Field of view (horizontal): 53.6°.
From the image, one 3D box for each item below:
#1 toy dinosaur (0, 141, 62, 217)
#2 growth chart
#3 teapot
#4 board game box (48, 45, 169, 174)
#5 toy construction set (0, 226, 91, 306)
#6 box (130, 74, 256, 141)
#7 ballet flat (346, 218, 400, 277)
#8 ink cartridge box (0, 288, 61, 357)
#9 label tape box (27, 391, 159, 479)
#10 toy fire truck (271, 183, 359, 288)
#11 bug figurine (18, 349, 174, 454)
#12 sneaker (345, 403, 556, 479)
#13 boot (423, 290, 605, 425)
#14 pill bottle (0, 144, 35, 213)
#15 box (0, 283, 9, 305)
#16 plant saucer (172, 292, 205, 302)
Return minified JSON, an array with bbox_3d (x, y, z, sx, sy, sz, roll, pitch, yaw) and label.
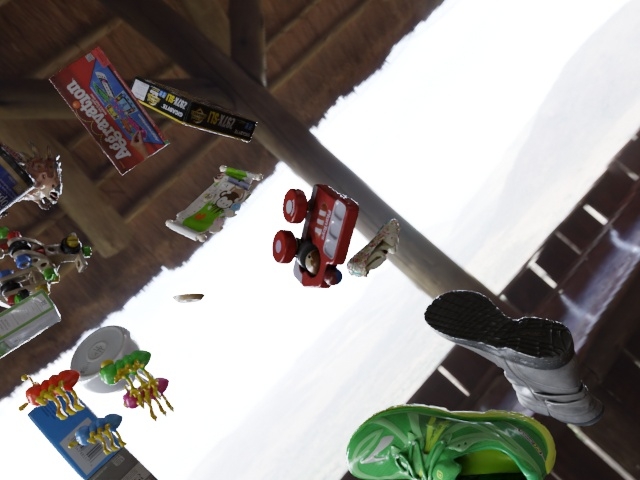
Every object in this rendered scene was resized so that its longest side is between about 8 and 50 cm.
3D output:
[{"bbox_3d":[-0.725,-0.168,1.486,0.200,0.296,0.127,-56,8,34],"label":"toy dinosaur"},{"bbox_3d":[-0.234,-0.087,1.424,0.237,0.172,0.021,-50,-46,-31],"label":"growth chart"},{"bbox_3d":[-0.692,0.422,2.133,0.253,0.256,0.187,-29,-51,2],"label":"teapot"},{"bbox_3d":[-0.519,-0.317,1.567,0.145,0.281,0.027,-37,16,-8],"label":"board game box"},{"bbox_3d":[-0.841,0.058,1.915,0.237,0.309,0.257,-14,-54,-42],"label":"toy construction set"},{"bbox_3d":[-0.395,-0.411,2.001,0.322,0.257,0.079,4,-70,-60],"label":"box"},{"bbox_3d":[0.175,0.031,1.859,0.241,0.077,0.091,-44,-43,-25],"label":"ballet flat"},{"bbox_3d":[-0.711,0.204,1.456,0.209,0.062,0.109,-36,-9,-25],"label":"ink cartridge box"},{"bbox_3d":[-0.494,0.501,1.460,0.106,0.241,0.333,-44,-34,-23],"label":"label tape box"},{"bbox_3d":[0.000,0.000,1.746,0.170,0.254,0.301,5,-69,-27],"label":"toy fire truck"},{"bbox_3d":[-0.376,0.274,1.104,0.216,0.072,0.279,-23,-36,-10],"label":"bug figurine"},{"bbox_3d":[0.162,0.294,0.865,0.296,0.109,0.123,-11,14,26],"label":"sneaker"},{"bbox_3d":[0.356,0.232,1.217,0.118,0.222,0.338,-42,31,-17],"label":"boot"},{"bbox_3d":[-0.710,-0.090,1.293,0.219,0.123,0.123,-45,-7,-18],"label":"pill bottle"},{"bbox_3d":[-1.123,0.158,2.103,0.231,0.183,0.056,82,-155,-69],"label":"box"},{"bbox_3d":[-0.340,0.151,1.642,0.084,0.015,0.083,-6,-13,-1],"label":"plant saucer"}]
